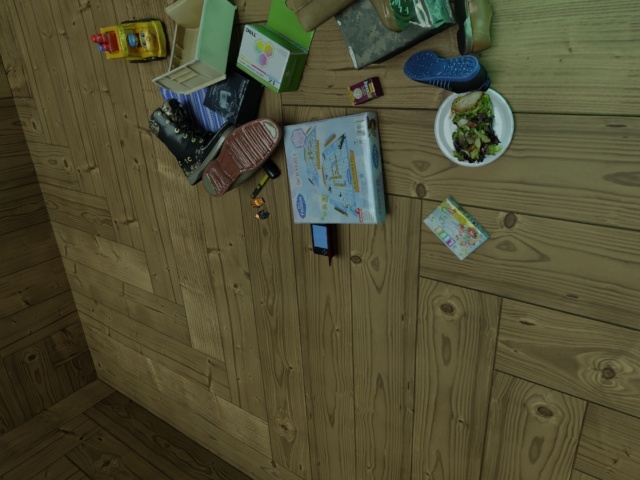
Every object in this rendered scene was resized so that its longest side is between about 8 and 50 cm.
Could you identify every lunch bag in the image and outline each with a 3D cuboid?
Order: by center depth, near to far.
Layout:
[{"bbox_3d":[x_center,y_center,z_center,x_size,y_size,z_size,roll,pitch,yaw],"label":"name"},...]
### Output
[{"bbox_3d":[0.150,-0.597,1.081,0.235,0.169,0.287,-14,106,42],"label":"lunch bag"}]

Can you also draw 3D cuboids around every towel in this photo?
[{"bbox_3d":[-0.472,-0.515,1.693,0.336,0.040,0.243,1,112,37],"label":"towel"}]

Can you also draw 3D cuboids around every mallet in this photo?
[{"bbox_3d":[-0.215,-0.217,1.636,0.190,0.039,0.062,-34,87,46],"label":"mallet"}]

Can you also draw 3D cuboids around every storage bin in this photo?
[{"bbox_3d":[-0.411,-0.634,1.456,0.260,0.123,0.262,-3,77,39],"label":"storage bin"}]

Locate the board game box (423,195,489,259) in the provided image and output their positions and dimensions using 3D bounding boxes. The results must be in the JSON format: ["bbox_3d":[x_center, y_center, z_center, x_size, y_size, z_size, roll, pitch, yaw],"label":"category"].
[{"bbox_3d":[0.376,-0.033,1.260,0.154,0.026,0.103,47,132,11],"label":"board game box"}]

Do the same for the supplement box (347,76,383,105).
[{"bbox_3d":[0.126,-0.417,1.267,0.083,0.043,0.055,-11,102,40],"label":"supplement box"}]

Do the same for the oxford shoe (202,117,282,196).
[{"bbox_3d":[-0.253,-0.294,1.548,0.397,0.146,0.140,-29,93,38],"label":"oxford shoe"}]

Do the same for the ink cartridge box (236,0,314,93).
[{"bbox_3d":[-0.130,-0.602,1.345,0.189,0.097,0.255,38,129,19],"label":"ink cartridge box"}]

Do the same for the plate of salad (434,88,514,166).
[{"bbox_3d":[0.376,-0.280,1.131,0.200,0.048,0.200,16,119,31],"label":"plate of salad"}]

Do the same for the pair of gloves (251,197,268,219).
[{"bbox_3d":[-0.230,-0.118,1.707,0.074,0.010,0.083,-11,104,40],"label":"pair of gloves"}]

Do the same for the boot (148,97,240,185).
[{"bbox_3d":[-0.468,-0.393,1.652,0.284,0.138,0.377,51,142,-7],"label":"boot"}]

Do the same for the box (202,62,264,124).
[{"bbox_3d":[-0.289,-0.490,1.508,0.158,0.093,0.156,34,117,20],"label":"box"}]

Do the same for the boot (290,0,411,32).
[{"bbox_3d":[0.060,-0.538,1.020,0.269,0.089,0.236,-9,93,44],"label":"boot"}]

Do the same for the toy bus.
[{"bbox_3d":[-0.712,-0.734,1.665,0.220,0.211,0.149,10,115,33],"label":"toy bus"}]

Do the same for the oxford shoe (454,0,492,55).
[{"bbox_3d":[0.351,-0.536,1.031,0.076,0.076,0.212,-7,100,1],"label":"oxford shoe"}]

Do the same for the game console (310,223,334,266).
[{"bbox_3d":[0.000,0.000,1.531,0.124,0.085,0.144,11,116,34],"label":"game console"}]

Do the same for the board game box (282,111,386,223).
[{"bbox_3d":[0.038,-0.211,1.394,0.318,0.066,0.318,3,105,37],"label":"board game box"}]

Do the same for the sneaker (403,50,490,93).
[{"bbox_3d":[0.305,-0.403,1.108,0.232,0.090,0.081,35,97,48],"label":"sneaker"}]
